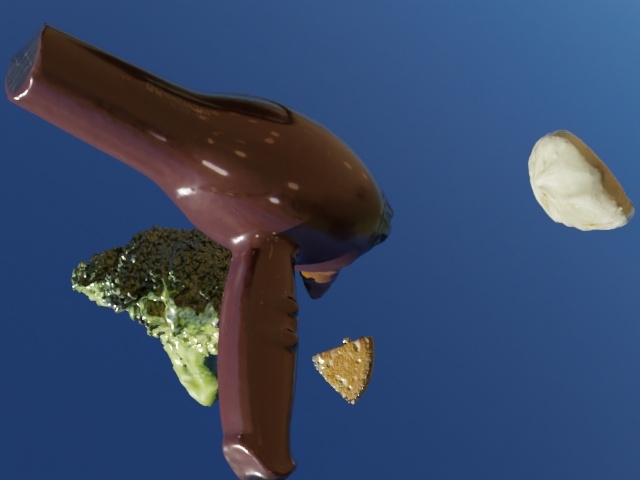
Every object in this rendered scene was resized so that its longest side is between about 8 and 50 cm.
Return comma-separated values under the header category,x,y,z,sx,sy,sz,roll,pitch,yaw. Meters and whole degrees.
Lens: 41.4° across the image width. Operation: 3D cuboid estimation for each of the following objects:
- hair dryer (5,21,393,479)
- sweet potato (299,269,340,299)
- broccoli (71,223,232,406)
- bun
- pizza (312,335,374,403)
category,x,y,z,sx,sy,sz,roll,pitch,yaw
hair dryer,-0.079,0.038,0.591,0.312,0.123,0.341,20,-122,-35
sweet potato,0.000,-0.003,1.255,0.112,0.359,0.112,-4,-114,9
broccoli,-0.185,0.153,1.459,0.275,0.353,0.397,-40,-58,-25
bun,0.378,-0.075,1.263,0.183,0.102,0.183,48,-171,-10
pizza,0.029,0.148,1.018,0.078,0.083,0.025,15,174,27
